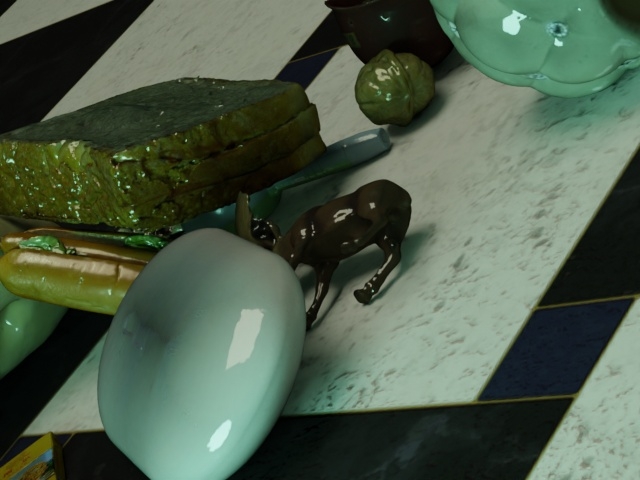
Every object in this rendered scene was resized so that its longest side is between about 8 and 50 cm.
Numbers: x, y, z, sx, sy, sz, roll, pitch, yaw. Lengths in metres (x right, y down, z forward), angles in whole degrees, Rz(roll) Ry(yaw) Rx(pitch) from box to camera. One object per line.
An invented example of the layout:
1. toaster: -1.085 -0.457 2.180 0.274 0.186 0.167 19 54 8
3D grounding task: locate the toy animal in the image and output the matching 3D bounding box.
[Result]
1. toy animal: 0.000 0.000 1.686 0.214 0.094 0.186 -25 34 30

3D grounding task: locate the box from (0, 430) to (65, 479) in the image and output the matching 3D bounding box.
1. box: -0.279 0.242 1.707 0.087 0.023 0.155 -40 21 3

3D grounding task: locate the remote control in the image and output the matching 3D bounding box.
1. remote control: -0.110 0.100 1.584 0.221 0.103 0.332 -63 26 -2

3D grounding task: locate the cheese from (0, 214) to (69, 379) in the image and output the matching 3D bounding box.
1. cheese: -0.404 0.112 1.963 0.328 0.130 0.351 -15 -50 -57

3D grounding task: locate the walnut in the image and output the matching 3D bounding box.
1. walnut: 0.077 -0.158 1.879 0.092 0.092 0.092 -32 23 15

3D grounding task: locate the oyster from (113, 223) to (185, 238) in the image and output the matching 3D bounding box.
1. oyster: -0.166 -0.049 2.071 0.148 0.051 0.103 -37 27 -26

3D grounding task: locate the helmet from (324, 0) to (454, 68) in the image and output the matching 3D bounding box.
1. helmet: 0.095 -0.231 1.946 0.155 0.106 0.175 -21 9 -15

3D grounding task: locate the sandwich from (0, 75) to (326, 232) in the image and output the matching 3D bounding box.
1. sandwich: -0.167 -0.097 1.875 0.271 0.099 0.301 -28 21 -33

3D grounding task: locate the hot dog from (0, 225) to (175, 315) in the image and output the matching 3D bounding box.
1. hot dog: -0.208 0.027 1.826 0.250 0.068 0.100 9 37 14

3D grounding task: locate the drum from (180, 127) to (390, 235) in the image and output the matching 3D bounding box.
1. drum: -0.050 -0.054 1.904 0.253 0.049 0.130 -12 31 42

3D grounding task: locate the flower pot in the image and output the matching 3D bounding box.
1. flower pot: 0.220 -0.251 1.636 0.195 0.246 0.246 8 49 51
